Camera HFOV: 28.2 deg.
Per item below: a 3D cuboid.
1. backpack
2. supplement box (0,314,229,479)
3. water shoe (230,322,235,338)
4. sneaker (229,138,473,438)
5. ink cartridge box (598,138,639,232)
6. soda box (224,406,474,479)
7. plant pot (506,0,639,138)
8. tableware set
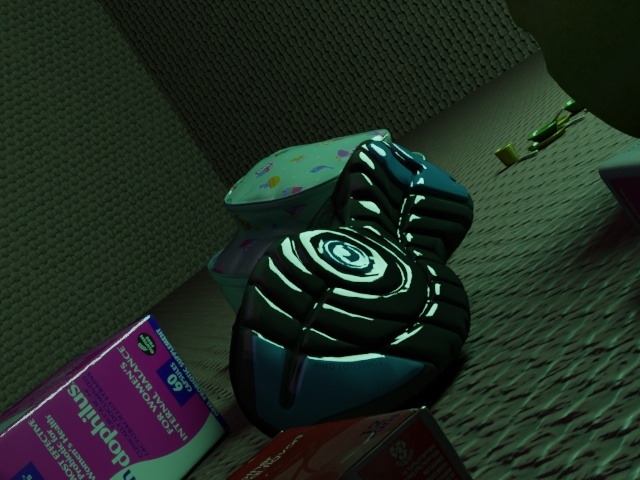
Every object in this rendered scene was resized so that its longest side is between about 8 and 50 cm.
[{"bbox_3d":[0.000,0.000,1.061,0.166,0.144,0.188,-5,36,40],"label":"backpack"},{"bbox_3d":[-0.179,0.160,0.904,0.114,0.111,0.220,-31,7,32],"label":"supplement box"},{"bbox_3d":[-0.028,0.039,1.266,0.203,0.080,0.073,-30,6,40],"label":"water shoe"},{"bbox_3d":[0.020,0.054,0.809,0.139,0.125,0.341,-62,-5,25],"label":"sneaker"},{"bbox_3d":[0.251,-0.064,0.529,0.186,0.065,0.311,-35,3,-5],"label":"ink cartridge box"},{"bbox_3d":[-0.059,0.154,0.330,0.263,0.083,0.092,-36,6,-29],"label":"soda box"},{"bbox_3d":[0.272,-0.210,0.866,0.254,0.276,0.276,-46,-4,39],"label":"plant pot"},{"bbox_3d":[0.254,-0.130,1.391,0.154,0.024,0.104,-37,5,-21],"label":"tableware set"}]
